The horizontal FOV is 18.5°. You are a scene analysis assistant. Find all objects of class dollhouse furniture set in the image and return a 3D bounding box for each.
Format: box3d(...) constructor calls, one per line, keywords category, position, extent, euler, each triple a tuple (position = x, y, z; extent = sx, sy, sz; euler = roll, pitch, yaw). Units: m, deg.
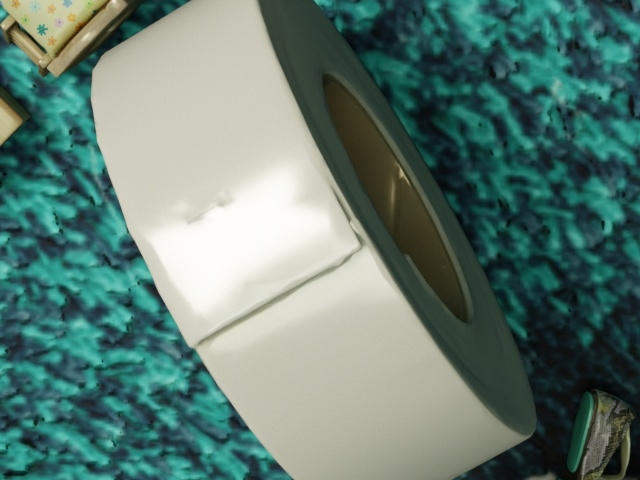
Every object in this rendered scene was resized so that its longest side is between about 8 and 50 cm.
box3d(category="dollhouse furniture set", position=(-0.218, -0.146, 1.101), extent=(0.182, 0.101, 0.161), euler=(45, 104, -5))

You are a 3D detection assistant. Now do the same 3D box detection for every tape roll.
box3d(category="tape roll", position=(0.000, 0.000, 1.018), extent=(0.100, 0.286, 0.286), euler=(-29, 99, 12))

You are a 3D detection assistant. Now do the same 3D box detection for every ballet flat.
box3d(category="ballet flat", position=(0.158, 0.144, 1.164), extent=(0.041, 0.041, 0.114), euler=(19, 106, 1))
